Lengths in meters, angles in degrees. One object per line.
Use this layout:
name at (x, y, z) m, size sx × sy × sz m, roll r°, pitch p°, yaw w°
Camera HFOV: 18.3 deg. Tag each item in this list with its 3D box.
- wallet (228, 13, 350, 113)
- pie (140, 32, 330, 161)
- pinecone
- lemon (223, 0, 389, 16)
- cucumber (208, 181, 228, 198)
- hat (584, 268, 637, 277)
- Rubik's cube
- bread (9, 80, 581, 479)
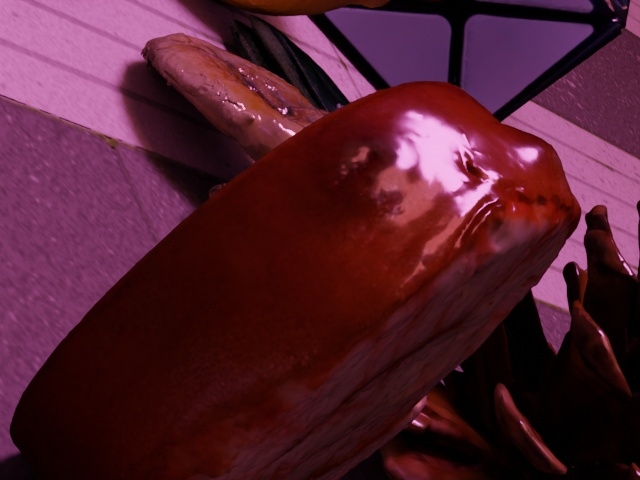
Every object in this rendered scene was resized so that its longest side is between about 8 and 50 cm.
wallet at (0.012, -0.090, 1.747) m, size 0.160 × 0.055 × 0.236 m, roll 35°, pitch 24°, yaw -50°
pie at (-0.052, -0.100, 1.548) m, size 0.218 × 0.052 × 0.185 m, roll 36°, pitch 14°, yaw 24°
pinecone at (0.227, 0.118, 1.401) m, size 0.384 × 0.384 × 0.384 m, roll 41°, pitch 23°, yaw -21°
lemon at (-0.027, -0.312, 1.786) m, size 0.253 × 0.228 × 0.228 m, roll 25°, pitch 29°, yaw -19°
cucumber at (0.001, 0.000, 1.548) m, size 0.265 × 0.077 × 0.077 m, roll 10°, pitch 44°, yaw -56°
hat at (0.286, 0.157, 1.757) m, size 0.257 × 0.130 × 0.257 m, roll 32°, pitch 26°, yaw -18°
Rubik's cube at (0.157, -0.271, 2.069) m, size 0.248 × 0.250 × 0.246 m, roll 49°, pitch 21°, yaw -9°
bread at (-0.016, 0.055, 1.069) m, size 0.295 × 0.327 × 0.114 m, roll -20°, pitch 68°, yaw -50°
